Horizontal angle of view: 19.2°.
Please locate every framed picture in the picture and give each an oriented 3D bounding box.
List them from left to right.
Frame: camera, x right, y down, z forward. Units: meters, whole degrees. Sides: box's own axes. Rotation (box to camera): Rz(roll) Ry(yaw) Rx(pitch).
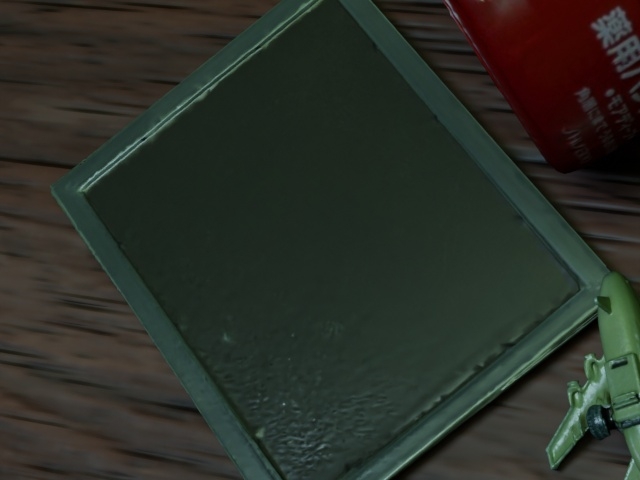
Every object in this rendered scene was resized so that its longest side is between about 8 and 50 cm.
[{"bbox_3d":[0.000,0.000,0.932,0.197,0.014,0.252,-39,60,2],"label":"framed picture"}]

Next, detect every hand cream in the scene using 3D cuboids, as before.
[{"bbox_3d":[0.110,-0.136,0.849,0.125,0.193,0.193,-33,60,8],"label":"hand cream"}]

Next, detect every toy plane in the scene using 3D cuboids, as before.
[{"bbox_3d":[0.139,0.065,0.830,0.102,0.040,0.111,-21,70,27],"label":"toy plane"}]
